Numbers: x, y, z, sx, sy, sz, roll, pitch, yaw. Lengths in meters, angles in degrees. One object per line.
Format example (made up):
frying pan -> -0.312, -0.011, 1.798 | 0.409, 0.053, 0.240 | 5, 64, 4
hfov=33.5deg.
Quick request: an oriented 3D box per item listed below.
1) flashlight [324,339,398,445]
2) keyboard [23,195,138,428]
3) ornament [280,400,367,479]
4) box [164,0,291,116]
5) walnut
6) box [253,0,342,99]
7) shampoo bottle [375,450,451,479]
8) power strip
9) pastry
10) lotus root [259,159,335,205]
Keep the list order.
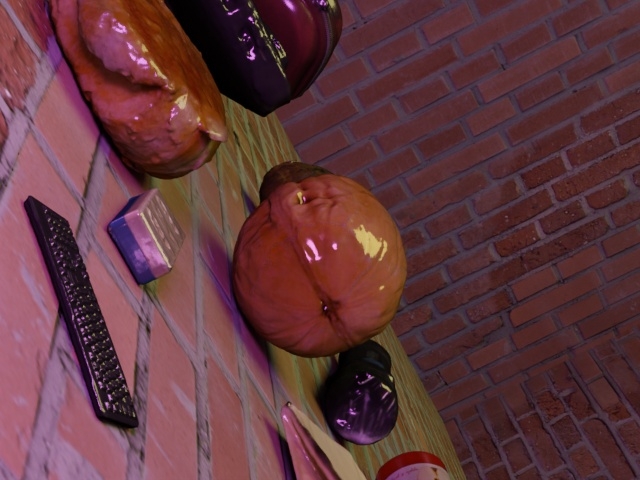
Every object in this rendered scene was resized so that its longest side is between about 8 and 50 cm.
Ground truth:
flashlight -> 0.066, 0.206, 1.560 | 0.103, 0.103, 0.424 | 63, 5, -1
keyboard -> -0.147, 0.043, 0.656 | 0.155, 0.010, 0.053 | 65, 6, 22
ornament -> 0.007, 0.236, 1.035 | 0.180, 0.059, 0.201 | 62, 2, -4
box -> -0.167, -0.332, 1.341 | 0.350, 0.091, 0.359 | 62, -8, -23
walnut -> -0.004, 0.024, 1.187 | 0.221, 0.195, 0.195 | -103, 166, -54
box -> -0.143, -0.381, 1.545 | 0.404, 0.108, 0.263 | 47, -33, 5
shampoo bottle -> 0.149, 0.397, 1.346 | 0.104, 0.104, 0.278 | 60, 5, -34
power strip -> -0.140, -0.007, 0.874 | 0.056, 0.032, 0.123 | 63, 4, -12
pastry -> -0.170, -0.163, 1.011 | 0.218, 0.100, 0.229 | 58, 10, -5
lotus root -> 0.000, 0.000, 1.659 | 0.274, 0.152, 0.160 | 63, 13, 17
